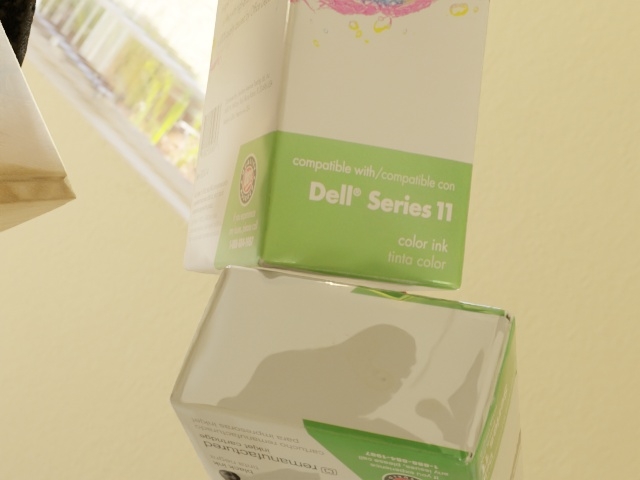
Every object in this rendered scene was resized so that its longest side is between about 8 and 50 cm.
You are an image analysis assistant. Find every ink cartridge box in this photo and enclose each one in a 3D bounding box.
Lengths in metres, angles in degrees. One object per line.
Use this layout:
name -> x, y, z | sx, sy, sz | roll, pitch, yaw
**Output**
ink cartridge box -> 0.026, 0.116, 0.624 | 0.153, 0.086, 0.208 | 8, -35, 19
ink cartridge box -> 0.013, -0.150, 0.703 | 0.119, 0.353, 0.207 | 8, -4, -17

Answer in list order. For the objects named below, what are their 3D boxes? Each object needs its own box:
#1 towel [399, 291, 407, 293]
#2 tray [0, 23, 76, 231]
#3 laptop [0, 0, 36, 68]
towel -> 0.000, 0.000, 0.949 | 0.199, 0.031, 0.275 | 53, -5, 7
tray -> -0.242, -0.098, 0.604 | 0.411, 0.076, 0.202 | -76, 143, -87
laptop -> -0.364, -0.280, 0.945 | 0.264, 0.234, 0.137 | 10, 4, -36
